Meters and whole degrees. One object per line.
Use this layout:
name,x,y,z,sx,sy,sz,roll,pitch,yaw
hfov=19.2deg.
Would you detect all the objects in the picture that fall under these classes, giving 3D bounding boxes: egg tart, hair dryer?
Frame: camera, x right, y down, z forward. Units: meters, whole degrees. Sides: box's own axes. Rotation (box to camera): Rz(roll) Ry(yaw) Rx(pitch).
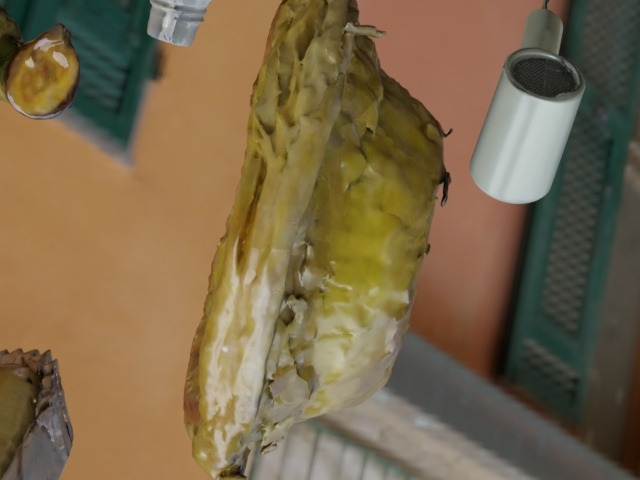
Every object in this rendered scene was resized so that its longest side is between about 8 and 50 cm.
egg tart,0.000,0.000,1.054,0.116,0.294,0.295,13,160,-6
hair dryer,0.099,-0.077,0.854,0.038,0.124,0.063,17,132,1

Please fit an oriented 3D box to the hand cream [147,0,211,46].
hand cream,-0.048,-0.284,1.165,0.124,0.340,0.078,19,-167,5

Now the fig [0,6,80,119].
fig,-0.149,-0.111,0.512,0.186,0.142,0.148,33,147,-20

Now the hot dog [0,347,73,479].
hot dog,-0.127,0.111,0.527,0.059,0.191,0.108,40,133,-17
